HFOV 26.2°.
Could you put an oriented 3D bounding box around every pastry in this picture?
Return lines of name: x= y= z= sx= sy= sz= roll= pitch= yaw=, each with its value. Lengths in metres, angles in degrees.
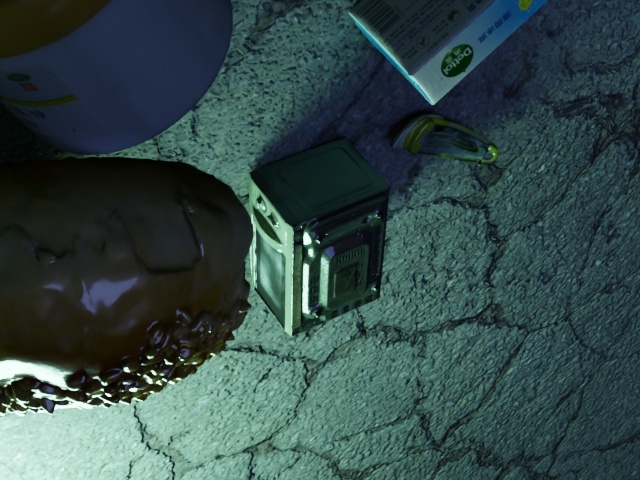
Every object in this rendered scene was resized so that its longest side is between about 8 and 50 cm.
pastry: x=-0.259 y=0.049 z=1.381 sx=0.409 sy=0.245 sz=0.409 roll=-8 pitch=178 yaw=0

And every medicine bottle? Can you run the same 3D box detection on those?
medicine bottle: x=-0.228 y=-0.229 z=1.229 sx=0.238 sy=0.238 sz=0.232 roll=-38 pitch=144 yaw=-1

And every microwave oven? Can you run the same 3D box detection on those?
microwave oven: x=0.000 y=0.000 z=1.743 sx=0.163 sy=0.129 sz=0.205 roll=-21 pitch=140 yaw=-20

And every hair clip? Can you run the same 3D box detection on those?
hair clip: x=0.168 y=-0.132 z=1.823 sx=0.188 sy=0.033 sz=0.060 roll=11 pitch=119 yaw=-42

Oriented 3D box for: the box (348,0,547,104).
box: x=0.151 y=-0.273 z=1.577 sx=0.194 sy=0.139 sz=0.073 roll=-42 pitch=143 yaw=4
